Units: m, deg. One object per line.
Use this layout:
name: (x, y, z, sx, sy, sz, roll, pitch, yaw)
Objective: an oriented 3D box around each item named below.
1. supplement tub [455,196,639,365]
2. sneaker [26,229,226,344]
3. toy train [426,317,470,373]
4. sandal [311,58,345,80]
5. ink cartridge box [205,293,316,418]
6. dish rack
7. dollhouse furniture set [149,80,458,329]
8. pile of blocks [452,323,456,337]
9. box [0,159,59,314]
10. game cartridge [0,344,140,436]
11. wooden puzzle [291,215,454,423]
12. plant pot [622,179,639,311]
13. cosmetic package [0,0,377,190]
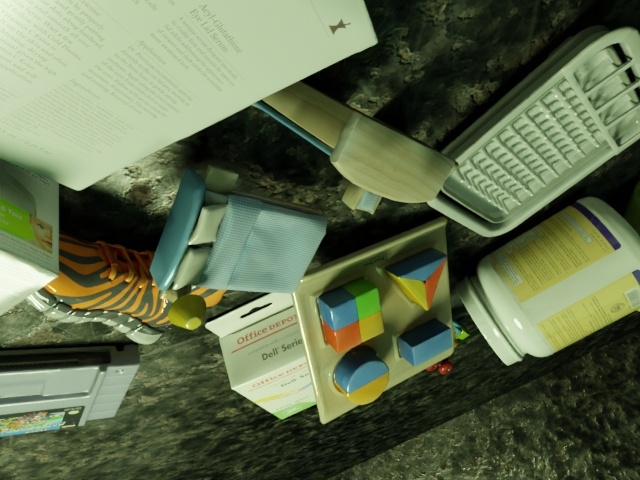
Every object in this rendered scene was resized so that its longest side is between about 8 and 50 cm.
supplement tub: (0.480, 0.091, 0.995, 0.331, 0.241, 0.241, -34, 144, 16)
sneaker: (-0.238, 0.029, 0.630, 0.180, 0.125, 0.321, -29, 156, 2)
toy train: (0.354, 0.284, 1.318, 0.143, 0.105, 0.248, -49, 140, 13)
sandal: (0.003, -0.247, 0.431, 0.060, 0.090, 0.219, -34, 143, -24)
ink cartridge box: (-0.067, 0.244, 0.993, 0.207, 0.119, 0.353, -25, 145, 2)
dish rack: (0.329, -0.152, 0.733, 0.285, 0.072, 0.333, 19, 128, -45)
dollhouse furniture set: (0.000, 0.000, 0.559, 0.286, 0.198, 0.303, 13, 112, -40)
pile of blocks: (0.166, 0.230, 1.146, 0.362, 0.149, 0.112, -38, -173, 36)
box: (-0.302, -0.045, 0.401, 0.103, 0.203, 0.114, -31, 143, 11)
game cartridge: (-0.520, 0.267, 0.825, 0.355, 0.068, 0.230, 5, 133, -34)
wooden puzzle: (0.125, 0.160, 0.876, 0.322, 0.080, 0.348, -21, 121, -22)
plant pot: (0.765, -0.013, 1.031, 0.276, 0.276, 0.254, -24, 134, 2)
cosmetic package: (-0.155, -0.175, 0.226, 0.284, 0.097, 0.377, -20, 161, 14)
